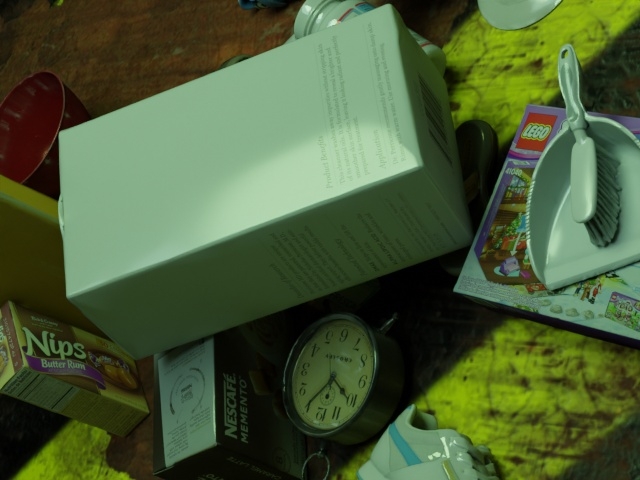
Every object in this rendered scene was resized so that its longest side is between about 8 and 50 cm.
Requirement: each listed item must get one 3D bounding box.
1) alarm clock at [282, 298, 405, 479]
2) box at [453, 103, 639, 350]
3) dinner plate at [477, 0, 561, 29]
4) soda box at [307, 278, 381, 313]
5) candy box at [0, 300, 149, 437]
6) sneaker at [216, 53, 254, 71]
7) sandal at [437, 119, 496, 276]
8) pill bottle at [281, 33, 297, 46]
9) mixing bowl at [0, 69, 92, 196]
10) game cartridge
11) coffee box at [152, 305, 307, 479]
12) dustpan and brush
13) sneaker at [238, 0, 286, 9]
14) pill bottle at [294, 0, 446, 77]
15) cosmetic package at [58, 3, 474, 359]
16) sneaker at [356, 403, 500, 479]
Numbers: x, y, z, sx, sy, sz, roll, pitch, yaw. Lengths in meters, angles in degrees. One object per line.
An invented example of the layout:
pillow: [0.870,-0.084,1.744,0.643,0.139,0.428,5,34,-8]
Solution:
alarm clock: [0.020,0.159,1.637,0.129,0.064,0.192,10,77,46]
box: [0.271,-0.010,1.467,0.293,0.057,0.201,15,80,50]
dinner plate: [0.218,-0.290,1.719,0.141,0.017,0.141,-23,54,36]
soda box: [0.000,0.000,1.756,0.063,0.058,0.183,-45,43,20]
candy box: [-0.295,0.150,1.887,0.053,0.186,0.109,-44,42,20]
sneaker: [-0.126,-0.138,1.983,0.188,0.066,0.071,-64,22,-10]
sandal: [0.140,-0.047,1.637,0.072,0.049,0.180,-17,57,41]
pill bottle: [-0.068,-0.127,1.851,0.221,0.124,0.124,-46,42,18]
mixing bowl: [-0.369,-0.130,2.199,0.181,0.098,0.181,-24,53,37]
game cartridge: [-0.357,0.060,1.900,0.285,0.323,0.053,-38,48,26]
coffee box: [-0.098,0.141,1.716,0.098,0.141,0.246,-28,49,33]
dustpan and brush: [0.238,-0.077,1.447,0.147,0.060,0.211,-23,53,38]
sneaker: [-0.054,-0.313,2.001,0.144,0.053,0.059,6,73,58]
pill bottle: [0.051,-0.206,1.753,0.160,0.087,0.087,36,97,26]
cosmetic package: [-0.062,-0.053,1.617,0.385,0.156,0.217,-19,54,17]
sneaker: [0.124,0.227,1.470,0.228,0.087,0.092,31,91,49]
